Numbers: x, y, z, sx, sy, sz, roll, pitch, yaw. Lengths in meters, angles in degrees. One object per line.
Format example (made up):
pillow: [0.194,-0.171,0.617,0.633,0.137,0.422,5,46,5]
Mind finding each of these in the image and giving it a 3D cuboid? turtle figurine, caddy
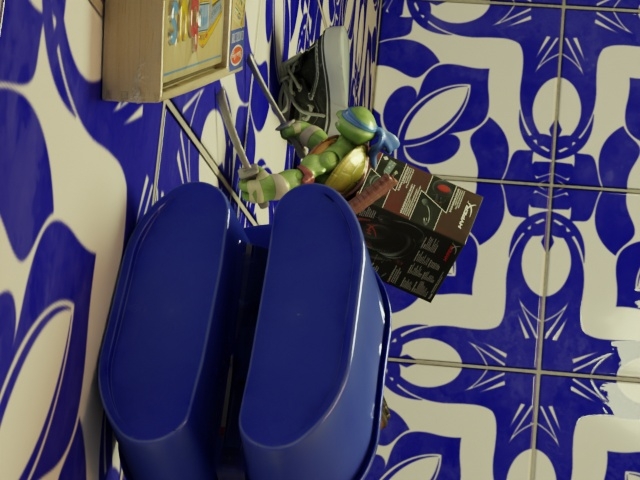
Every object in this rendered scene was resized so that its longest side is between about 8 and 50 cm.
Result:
turtle figurine: [-0.061,-0.080,1.869,0.266,0.275,0.198,-67,-156,20]
caddy: [-0.063,0.106,1.333,0.179,0.241,0.341,78,17,-54]

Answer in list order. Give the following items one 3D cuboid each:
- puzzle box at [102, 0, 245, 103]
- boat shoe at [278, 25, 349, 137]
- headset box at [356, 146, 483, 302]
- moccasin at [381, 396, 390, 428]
puzzle box: [-0.123,-0.277,1.364,0.409,0.052,0.272,-59,154,-77]
boat shoe: [-0.011,-0.236,2.213,0.306,0.105,0.113,97,-5,-78]
headset box: [0.099,-0.040,2.495,0.218,0.293,0.110,111,3,-58]
moccasin: [-0.016,0.201,2.013,0.139,0.147,0.380,58,10,25]
